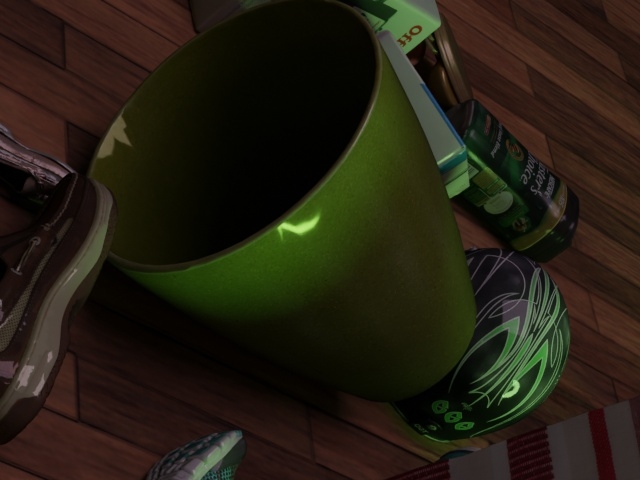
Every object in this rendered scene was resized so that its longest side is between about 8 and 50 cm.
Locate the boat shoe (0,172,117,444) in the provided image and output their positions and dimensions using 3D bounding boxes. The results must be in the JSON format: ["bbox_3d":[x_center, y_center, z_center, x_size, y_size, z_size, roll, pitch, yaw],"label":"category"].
[{"bbox_3d":[-0.217,0.024,1.359,0.095,0.095,0.257,35,33,-17],"label":"boat shoe"}]

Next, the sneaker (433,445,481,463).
[{"bbox_3d":[0.161,0.297,1.588,0.110,0.107,0.275,-4,61,-46],"label":"sneaker"}]

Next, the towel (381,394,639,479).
[{"bbox_3d":[0.154,0.245,1.415,0.237,0.329,0.037,-92,156,-47],"label":"towel"}]

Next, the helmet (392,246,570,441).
[{"bbox_3d":[0.146,0.090,1.724,0.169,0.161,0.169,35,33,-28],"label":"helmet"}]

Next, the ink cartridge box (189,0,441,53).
[{"bbox_3d":[-0.005,-0.240,1.885,0.208,0.153,0.087,23,41,-39],"label":"ink cartridge box"}]

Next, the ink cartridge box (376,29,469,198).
[{"bbox_3d":[0.077,-0.107,1.849,0.139,0.082,0.190,57,-1,11],"label":"ink cartridge box"}]

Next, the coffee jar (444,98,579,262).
[{"bbox_3d":[0.200,-0.062,2.053,0.184,0.079,0.096,41,32,-19],"label":"coffee jar"}]

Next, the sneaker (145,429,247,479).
[{"bbox_3d":[-0.094,0.198,1.389,0.076,0.065,0.166,64,31,-12],"label":"sneaker"}]

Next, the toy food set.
[{"bbox_3d":[0.135,-0.196,2.117,0.132,0.038,0.192,-79,149,-70],"label":"toy food set"}]

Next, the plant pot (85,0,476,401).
[{"bbox_3d":[0.000,0.000,1.562,0.293,0.275,0.274,50,25,-39],"label":"plant pot"}]

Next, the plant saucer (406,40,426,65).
[{"bbox_3d":[0.035,-0.264,2.087,0.200,0.037,0.200,35,34,-28],"label":"plant saucer"}]

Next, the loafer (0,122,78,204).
[{"bbox_3d":[-0.236,-0.053,1.475,0.125,0.045,0.039,35,50,-15],"label":"loafer"}]
